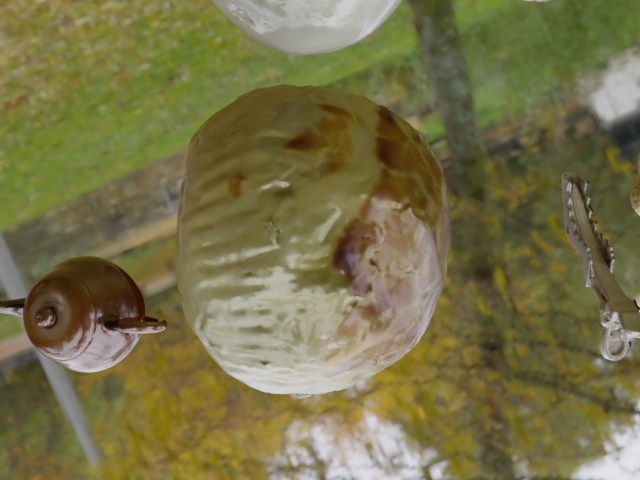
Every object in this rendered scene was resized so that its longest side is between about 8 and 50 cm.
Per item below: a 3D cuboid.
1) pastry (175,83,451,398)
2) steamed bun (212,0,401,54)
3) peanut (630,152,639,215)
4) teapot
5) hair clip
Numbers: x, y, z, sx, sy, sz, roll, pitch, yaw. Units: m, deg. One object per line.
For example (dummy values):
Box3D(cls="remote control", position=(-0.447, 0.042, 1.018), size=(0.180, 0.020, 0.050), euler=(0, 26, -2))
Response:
Box3D(cls="pastry", position=(0.000, 0.000, 1.666), size=(0.312, 0.389, 0.388), euler=(-6, -177, 12))
Box3D(cls="steamed bun", position=(0.020, -0.348, 1.487), size=(0.324, 0.206, 0.324), euler=(-58, -166, 24))
Box3D(cls="peanut", position=(0.428, -0.085, 1.771), size=(0.054, 0.113, 0.054), euler=(13, -173, -2))
Box3D(cls="teapot", position=(-0.224, 0.070, 1.283), size=(0.173, 0.116, 0.116), euler=(7, -166, 26))
Box3D(cls="hair clip", position=(0.296, 0.026, 1.492), size=(0.034, 0.226, 0.072), euler=(-2, 144, -20))
